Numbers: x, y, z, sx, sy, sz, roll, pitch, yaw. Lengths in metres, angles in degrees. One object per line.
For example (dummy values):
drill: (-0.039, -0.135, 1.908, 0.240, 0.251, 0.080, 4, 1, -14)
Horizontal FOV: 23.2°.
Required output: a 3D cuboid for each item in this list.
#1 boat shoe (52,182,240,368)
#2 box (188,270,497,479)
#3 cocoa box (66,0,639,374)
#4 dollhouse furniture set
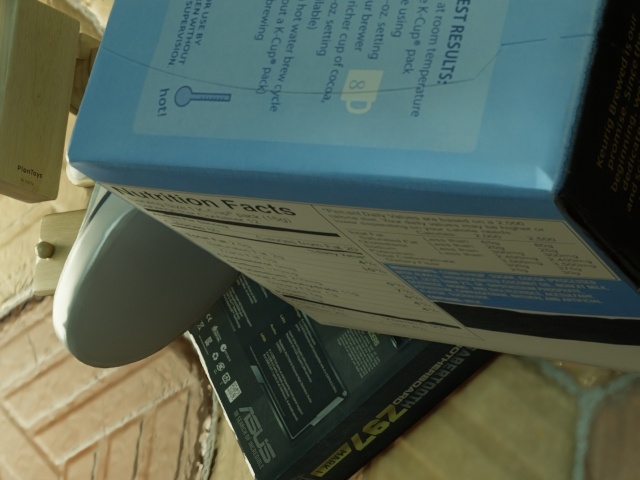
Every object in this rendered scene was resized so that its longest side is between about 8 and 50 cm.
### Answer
boat shoe: (-0.073, -0.058, 0.857, 0.088, 0.096, 0.267, 33, 97, 45)
box: (0.000, 0.000, 0.881, 0.183, 0.059, 0.232, -45, 54, 22)
cocoa box: (0.081, -0.142, 0.697, 0.231, 0.228, 0.347, 6, 73, 33)
dollhouse furniture set: (-0.183, -0.054, 0.985, 0.123, 0.151, 0.144, -6, 72, 38)
